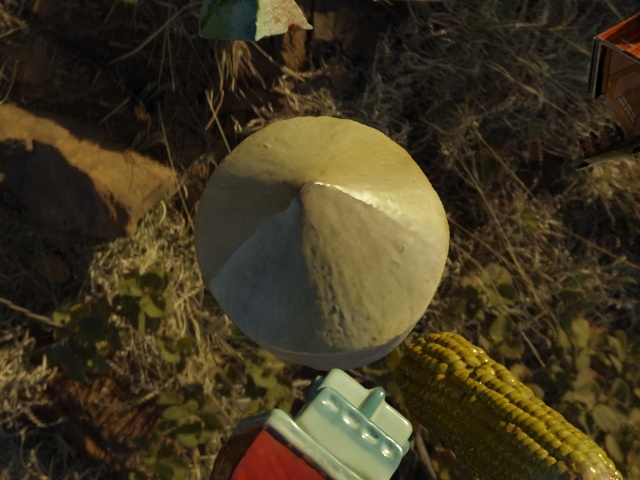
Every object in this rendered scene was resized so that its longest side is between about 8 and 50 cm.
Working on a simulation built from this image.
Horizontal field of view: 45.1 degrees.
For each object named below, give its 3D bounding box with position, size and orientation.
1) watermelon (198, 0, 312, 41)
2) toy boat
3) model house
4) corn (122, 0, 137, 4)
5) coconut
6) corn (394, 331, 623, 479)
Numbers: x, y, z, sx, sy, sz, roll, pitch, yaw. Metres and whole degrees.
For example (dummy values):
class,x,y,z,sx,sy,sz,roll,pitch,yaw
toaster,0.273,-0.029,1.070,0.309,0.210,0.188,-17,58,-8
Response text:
class,x,y,z,sx,sy,sz,roll,pitch,yaw
watermelon,-0.071,-0.262,0.908,0.121,0.098,0.158,-54,148,-6
toy boat,-0.009,0.196,0.656,0.145,0.332,0.133,37,68,6
model house,0.442,-0.225,0.986,0.294,0.207,0.154,-29,94,-13
corn,-0.336,-0.392,1.010,0.244,0.093,0.093,23,110,-8
coconut,0.000,0.000,0.905,0.329,0.329,0.328,-4,116,-8
corn,0.145,0.154,0.667,0.097,0.320,0.097,-3,101,-15
